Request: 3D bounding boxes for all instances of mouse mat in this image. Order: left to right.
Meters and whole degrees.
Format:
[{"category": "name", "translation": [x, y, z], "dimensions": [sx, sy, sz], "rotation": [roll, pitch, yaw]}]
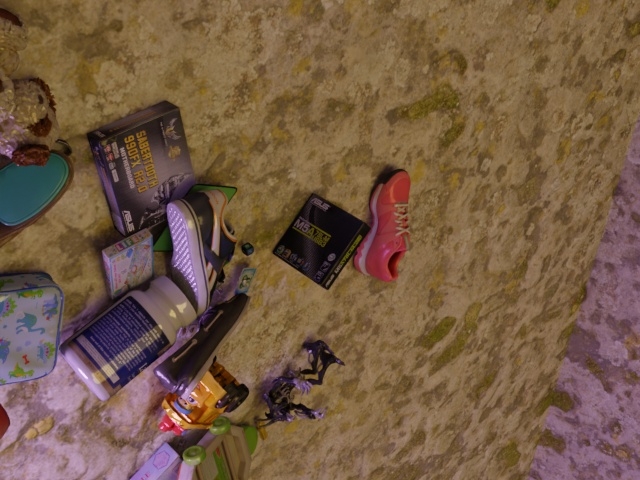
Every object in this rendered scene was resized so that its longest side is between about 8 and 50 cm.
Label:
[{"category": "mouse mat", "translation": [-0.271, -0.047, 1.812], "dimensions": [0.189, 0.007, 0.153], "rotation": [-54, 155, 20]}]

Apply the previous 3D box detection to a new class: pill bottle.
[{"category": "pill bottle", "translation": [-0.403, 0.200, 1.784], "dimensions": [0.265, 0.153, 0.153], "rotation": [-40, 136, -19]}]

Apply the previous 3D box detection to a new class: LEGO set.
[{"category": "LEGO set", "translation": [-0.243, 0.110, 1.982], "dimensions": [0.183, 0.060, 0.244], "rotation": [-3, 123, -50]}]

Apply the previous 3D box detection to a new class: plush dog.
[{"category": "plush dog", "translation": [-0.531, -0.218, 1.385], "dimensions": [0.211, 0.262, 0.225], "rotation": [-31, 132, 19]}]

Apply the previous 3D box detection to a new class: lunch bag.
[{"category": "lunch bag", "translation": [-0.591, 0.171, 1.631], "dimensions": [0.176, 0.090, 0.218], "rotation": [-7, 118, -41]}]

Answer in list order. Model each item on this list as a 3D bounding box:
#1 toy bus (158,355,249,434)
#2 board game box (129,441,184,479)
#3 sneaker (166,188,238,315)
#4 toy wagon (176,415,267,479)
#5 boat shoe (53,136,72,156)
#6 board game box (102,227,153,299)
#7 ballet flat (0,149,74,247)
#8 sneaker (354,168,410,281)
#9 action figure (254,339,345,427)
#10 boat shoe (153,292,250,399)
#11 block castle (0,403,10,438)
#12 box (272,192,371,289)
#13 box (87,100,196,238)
[{"category": "toy bus", "translation": [-0.297, 0.374, 1.968], "dimensions": [0.211, 0.149, 0.220], "rotation": [-45, 166, -4]}, {"category": "board game box", "translation": [-0.417, 0.715, 2.150], "dimensions": [0.318, 0.066, 0.318], "rotation": [-45, 138, -15]}, {"category": "sneaker", "translation": [-0.244, 0.029, 1.793], "dimensions": [0.128, 0.126, 0.321], "rotation": [-28, 145, -30]}, {"category": "toy wagon", "translation": [-0.248, 0.587, 2.176], "dimensions": [0.344, 0.068, 0.267], "rotation": [-47, 132, -52]}, {"category": "boat shoe", "translation": [-0.515, -0.170, 1.535], "dimensions": [0.125, 0.038, 0.046], "rotation": [4, 111, -46]}, {"category": "board game box", "translation": [-0.398, 0.050, 1.749], "dimensions": [0.103, 0.026, 0.154], "rotation": [-31, 155, -28]}, {"category": "ballet flat", "translation": [-0.578, -0.034, 1.503], "dimensions": [0.342, 0.116, 0.124], "rotation": [-44, 178, -7]}, {"category": "sneaker", "translation": [0.200, -0.033, 2.241], "dimensions": [0.116, 0.136, 0.313], "rotation": [-5, 117, -44]}, {"category": "action figure", "translation": [-0.051, 0.402, 2.252], "dimensions": [0.275, 0.141, 0.164], "rotation": [-51, 140, -18]}, {"category": "boat shoe", "translation": [-0.255, 0.207, 1.864], "dimensions": [0.112, 0.096, 0.335], "rotation": [-50, -174, 39]}, {"category": "block castle", "translation": [-0.781, 0.311, 1.372], "dimensions": [0.453, 0.303, 0.212], "rotation": [-28, 132, -28]}, {"category": "box", "translation": [0.000, 0.000, 2.025], "dimensions": [0.184, 0.191, 0.045], "rotation": [-56, 140, -1]}, {"category": "box", "translation": [-0.352, -0.142, 1.698], "dimensions": [0.183, 0.056, 0.231], "rotation": [-29, 132, -28]}]
